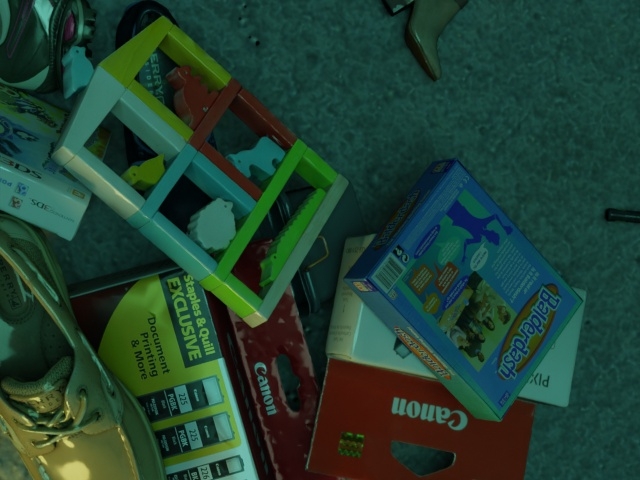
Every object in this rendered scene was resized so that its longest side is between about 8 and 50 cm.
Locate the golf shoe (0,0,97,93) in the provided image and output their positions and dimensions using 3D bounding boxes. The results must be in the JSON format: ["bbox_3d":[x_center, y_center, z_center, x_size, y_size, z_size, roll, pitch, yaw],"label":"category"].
[{"bbox_3d":[-0.269,-0.280,1.516,0.120,0.105,0.273,6,92,-7],"label":"golf shoe"}]

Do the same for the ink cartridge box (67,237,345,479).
[{"bbox_3d":[-0.135,0.176,1.524,0.272,0.130,0.309,-16,95,3],"label":"ink cartridge box"}]

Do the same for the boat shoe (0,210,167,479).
[{"bbox_3d":[-0.247,0.138,1.402,0.121,0.110,0.341,-27,94,5],"label":"boat shoe"}]

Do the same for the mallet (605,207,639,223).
[{"bbox_3d":[0.403,-0.019,1.693,0.189,0.062,0.039,6,90,4],"label":"mallet"}]

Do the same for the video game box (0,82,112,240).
[{"bbox_3d":[-0.298,-0.091,1.468,0.187,0.205,0.048,26,110,-12],"label":"video game box"}]

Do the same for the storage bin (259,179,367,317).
[{"bbox_3d":[0.000,0.000,1.589,0.091,0.098,0.135,-20,96,-19],"label":"storage bin"}]

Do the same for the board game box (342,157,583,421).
[{"bbox_3d":[0.143,0.049,1.527,0.210,0.047,0.160,47,67,-20],"label":"board game box"}]

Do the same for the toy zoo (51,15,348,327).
[{"bbox_3d":[-0.123,-0.081,1.463,0.293,0.030,0.192,42,52,-14],"label":"toy zoo"}]

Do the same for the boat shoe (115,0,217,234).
[{"bbox_3d":[-0.158,-0.109,1.551,0.109,0.089,0.258,-20,97,-9],"label":"boat shoe"}]

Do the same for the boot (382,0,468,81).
[{"bbox_3d":[0.122,-0.237,1.623,0.087,0.042,0.118,-33,98,-10],"label":"boot"}]

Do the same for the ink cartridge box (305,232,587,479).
[{"bbox_3d":[0.131,0.138,1.579,0.275,0.060,0.239,15,81,-29],"label":"ink cartridge box"}]
